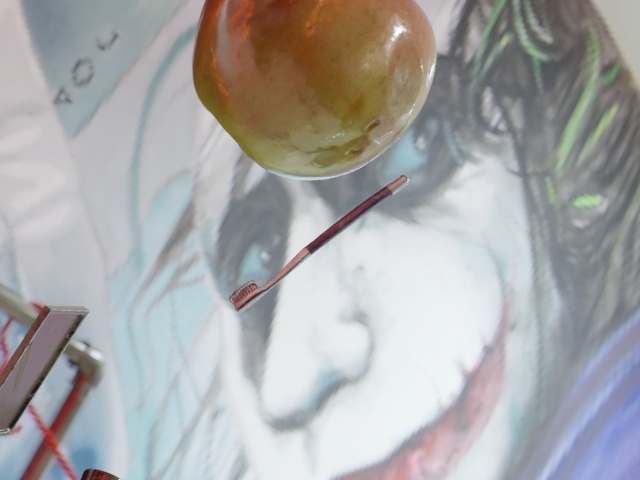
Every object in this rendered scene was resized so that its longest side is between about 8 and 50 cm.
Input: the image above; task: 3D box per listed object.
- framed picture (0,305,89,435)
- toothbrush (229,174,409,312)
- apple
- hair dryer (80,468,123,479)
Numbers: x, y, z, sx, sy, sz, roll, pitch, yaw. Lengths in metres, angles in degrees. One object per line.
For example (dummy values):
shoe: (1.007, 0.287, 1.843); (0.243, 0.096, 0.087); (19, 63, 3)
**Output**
framed picture: (-0.278, 0.125, 1.351); (0.011, 0.149, 0.109); (33, 2, 9)
toothbrush: (0.000, 0.000, 1.849); (0.026, 0.288, 0.024); (52, -12, 6)
apple: (-0.017, -0.243, 1.962); (0.338, 0.305, 0.338); (35, 3, -2)
hair dryer: (-0.319, 0.317, 1.675); (0.197, 0.100, 0.057); (-1, -37, 36)
